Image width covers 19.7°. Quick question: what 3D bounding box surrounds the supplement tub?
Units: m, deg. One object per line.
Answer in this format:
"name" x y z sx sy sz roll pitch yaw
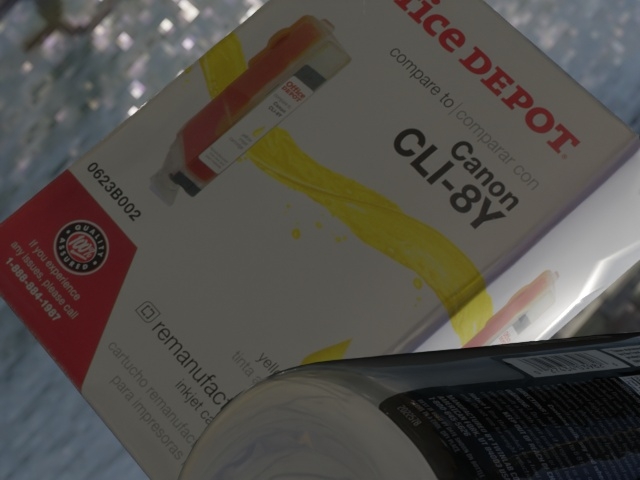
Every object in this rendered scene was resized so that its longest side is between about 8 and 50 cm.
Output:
"supplement tub" 0.105 0.138 0.789 0.316 0.193 0.193 -1 137 -44

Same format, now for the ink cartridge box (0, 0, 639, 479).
"ink cartridge box" 0.000 0.000 1.275 0.384 0.279 0.160 -41 152 -6
